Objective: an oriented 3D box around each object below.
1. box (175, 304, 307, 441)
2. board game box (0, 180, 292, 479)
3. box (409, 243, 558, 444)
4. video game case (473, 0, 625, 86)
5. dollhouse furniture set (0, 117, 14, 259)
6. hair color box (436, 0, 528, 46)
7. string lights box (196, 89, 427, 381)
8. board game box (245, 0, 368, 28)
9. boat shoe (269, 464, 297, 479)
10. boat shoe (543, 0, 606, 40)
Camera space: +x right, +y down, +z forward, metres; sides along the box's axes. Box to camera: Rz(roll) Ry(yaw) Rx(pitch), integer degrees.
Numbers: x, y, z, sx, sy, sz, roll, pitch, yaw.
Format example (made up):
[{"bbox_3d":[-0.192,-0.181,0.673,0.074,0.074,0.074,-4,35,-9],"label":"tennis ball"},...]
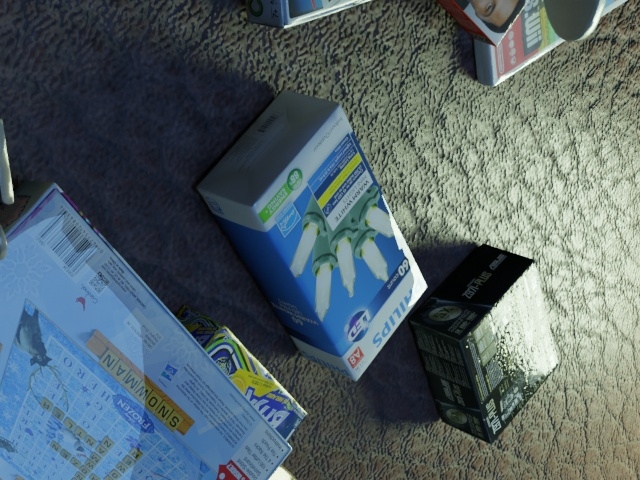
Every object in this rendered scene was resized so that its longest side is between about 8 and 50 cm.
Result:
[{"bbox_3d":[-0.081,0.133,1.075,0.054,0.059,0.169,-53,137,-15],"label":"box"},{"bbox_3d":[-0.219,0.176,0.879,0.318,0.066,0.318,-49,120,-22],"label":"board game box"},{"bbox_3d":[0.196,0.121,1.360,0.147,0.078,0.180,-44,133,-27],"label":"box"},{"bbox_3d":[0.262,-0.319,1.295,0.285,0.025,0.204,-35,128,-34],"label":"video game case"},{"bbox_3d":[-0.291,-0.004,0.740,0.151,0.123,0.144,-23,122,-40],"label":"dollhouse furniture set"},{"bbox_3d":[0.146,-0.264,1.154,0.141,0.043,0.072,34,90,-41],"label":"hair color box"},{"bbox_3d":[0.000,0.000,1.097,0.133,0.077,0.259,-51,136,-22],"label":"string lights box"},{"bbox_3d":[0.008,-0.352,0.981,0.193,0.053,0.305,-27,123,-39],"label":"board game box"},{"bbox_3d":[-0.050,0.312,1.156,0.285,0.092,0.102,63,35,-45],"label":"boat shoe"},{"bbox_3d":[0.297,-0.331,1.248,0.081,0.079,0.227,-12,111,-40],"label":"boat shoe"}]
